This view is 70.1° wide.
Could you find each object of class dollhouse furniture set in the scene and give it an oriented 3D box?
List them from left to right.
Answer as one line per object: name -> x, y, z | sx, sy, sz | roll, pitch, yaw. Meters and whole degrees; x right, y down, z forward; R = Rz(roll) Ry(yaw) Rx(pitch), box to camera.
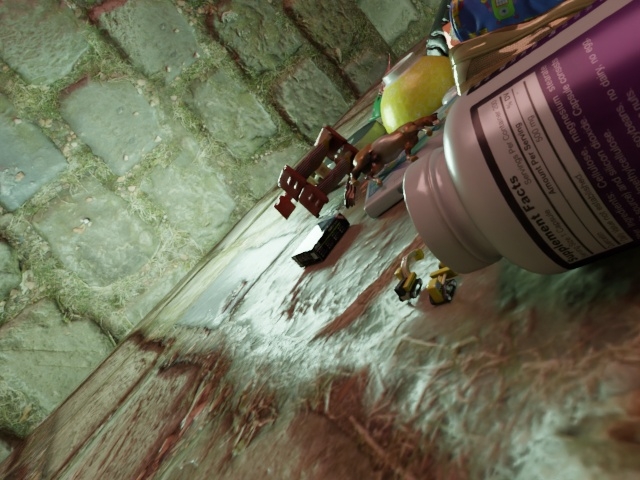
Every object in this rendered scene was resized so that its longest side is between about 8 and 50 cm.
dollhouse furniture set -> -0.025, -0.154, 1.390 | 0.201, 0.152, 0.374 | -50, -1, -24

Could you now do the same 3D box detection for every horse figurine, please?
horse figurine -> 0.141, -0.179, 0.956 | 0.263, 0.066, 0.175 | -35, 22, 18

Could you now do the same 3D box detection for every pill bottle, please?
pill bottle -> 0.229, -0.087, 0.354 | 0.322, 0.181, 0.182 | -31, 18, 40

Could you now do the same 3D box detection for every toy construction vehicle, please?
toy construction vehicle -> 0.129, 0.037, 0.556 | 0.085, 0.035, 0.098 | -26, 22, 48

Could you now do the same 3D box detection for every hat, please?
hat -> 0.225, -0.543, 1.607 | 0.208, 0.184, 0.173 | -13, 16, 43

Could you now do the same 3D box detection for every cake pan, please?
cake pan -> 0.113, -0.318, 1.597 | 0.293, 0.054, 0.293 | -39, 14, 12

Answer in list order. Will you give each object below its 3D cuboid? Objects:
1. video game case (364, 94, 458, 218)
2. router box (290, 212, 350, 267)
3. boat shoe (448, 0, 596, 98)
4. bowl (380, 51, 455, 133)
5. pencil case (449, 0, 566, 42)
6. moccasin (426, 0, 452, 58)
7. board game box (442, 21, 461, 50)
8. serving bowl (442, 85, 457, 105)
video game case -> 0.227, -0.204, 0.995 | 0.299, 0.036, 0.329 | -36, 15, 23
router box -> 0.000, 0.000, 1.006 | 0.092, 0.038, 0.122 | -23, 24, 54
boat shoe -> 0.389, -0.319, 0.756 | 0.340, 0.110, 0.121 | -6, 10, 41
bowl -> 0.279, -0.466, 1.374 | 0.289, 0.156, 0.289 | -40, 14, 12
pencil case -> 0.378, -0.451, 0.804 | 0.306, 0.133, 0.119 | 0, 43, 51
moccasin -> 0.425, -0.686, 1.399 | 0.146, 0.380, 0.139 | -30, 50, -34
board game box -> 0.479, -0.549, 1.042 | 0.316, 0.064, 0.242 | -25, 8, -18
serving bowl -> 0.355, -0.390, 1.208 | 0.083, 0.027, 0.083 | -40, 15, 13
